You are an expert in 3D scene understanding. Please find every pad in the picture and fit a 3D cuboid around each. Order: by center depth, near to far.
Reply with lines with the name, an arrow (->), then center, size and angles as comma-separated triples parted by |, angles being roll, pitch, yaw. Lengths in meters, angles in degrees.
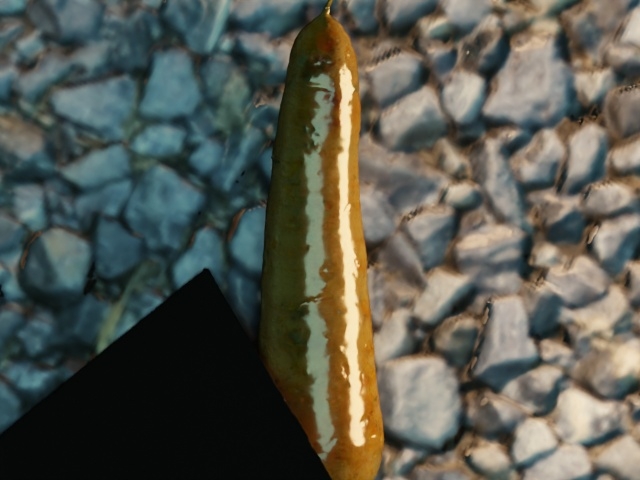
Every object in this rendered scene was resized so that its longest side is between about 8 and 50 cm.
pad -> -0.135, 0.174, 0.850 | 0.300, 0.202, 0.005 | -39, 143, 7

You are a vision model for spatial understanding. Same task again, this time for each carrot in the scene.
carrot -> 0.000, 0.000, 0.857 | 0.078, 0.078, 0.298 | 1, 102, -3

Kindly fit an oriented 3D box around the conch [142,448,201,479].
conch -> -0.108, 0.224, 0.890 | 0.181, 0.124, 0.187 | -16, 68, 18
